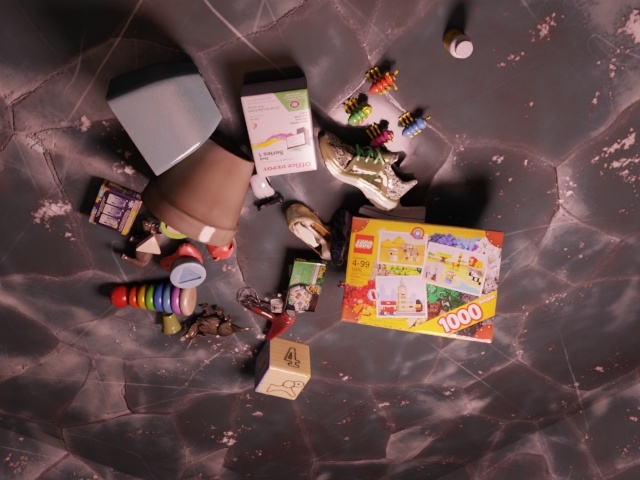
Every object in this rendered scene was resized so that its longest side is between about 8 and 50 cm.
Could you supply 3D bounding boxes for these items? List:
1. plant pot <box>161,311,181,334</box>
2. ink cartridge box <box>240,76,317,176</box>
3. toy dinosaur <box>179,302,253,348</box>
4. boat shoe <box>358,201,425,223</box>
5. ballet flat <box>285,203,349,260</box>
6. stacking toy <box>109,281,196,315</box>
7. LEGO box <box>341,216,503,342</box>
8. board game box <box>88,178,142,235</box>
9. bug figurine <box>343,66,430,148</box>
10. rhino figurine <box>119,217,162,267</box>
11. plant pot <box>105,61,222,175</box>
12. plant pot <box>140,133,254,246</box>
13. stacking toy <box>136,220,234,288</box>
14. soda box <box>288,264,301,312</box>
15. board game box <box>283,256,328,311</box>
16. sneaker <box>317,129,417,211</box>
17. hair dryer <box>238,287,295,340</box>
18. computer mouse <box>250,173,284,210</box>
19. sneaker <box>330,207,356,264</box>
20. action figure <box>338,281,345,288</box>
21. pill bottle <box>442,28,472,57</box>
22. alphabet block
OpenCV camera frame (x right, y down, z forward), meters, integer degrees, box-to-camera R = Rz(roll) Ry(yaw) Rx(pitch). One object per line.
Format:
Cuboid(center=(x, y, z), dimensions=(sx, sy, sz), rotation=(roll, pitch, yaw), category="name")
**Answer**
Cuboid(center=(-0.641, 0.343, 2.035), dimensions=(0.084, 0.083, 0.079), rotation=(-5, 116, -1), category="plant pot")
Cuboid(center=(-0.125, -0.355, 1.521), dimensions=(0.202, 0.117, 0.278), rotation=(-7, 128, 1), category="ink cartridge box")
Cuboid(center=(-0.446, 0.360, 2.055), dimensions=(0.314, 0.120, 0.160), rotation=(-3, 139, -8), category="toy dinosaur")
Cuboid(center=(0.267, -0.112, 1.766), dimensions=(0.259, 0.095, 0.084), rotation=(8, 95, -19), category="boat shoe")
Cuboid(center=(0.000, 0.000, 1.801), dimensions=(0.123, 0.123, 0.348), rotation=(-36, 122, 20), category="ballet flat")
Cuboid(center=(-0.677, 0.223, 1.918), dimensions=(0.331, 0.141, 0.141), rotation=(3, 127, 2), category="stacking toy")
Cuboid(center=(0.351, 0.128, 1.683), dimensions=(0.501, 0.193, 0.371), rotation=(6, 88, 13), category="LEGO box")
Cuboid(center=(-0.724, -0.115, 1.696), dimensions=(0.141, 0.048, 0.170), rotation=(23, 121, -23), category="board game box")
Cuboid(center=(0.212, -0.404, 1.542), dimensions=(0.216, 0.072, 0.279), rotation=(-35, 122, 20), category="bug figurine")
Cuboid(center=(-0.654, 0.005, 1.777), dimensions=(0.106, 0.073, 0.243), rotation=(23, 120, -25), category="rhino figurine")
Cuboid(center=(-0.437, -0.388, 1.403), dimensions=(0.253, 0.247, 0.247), rotation=(-27, 125, -2), category="plant pot")
Cuboid(center=(-0.361, -0.182, 1.543), dimensions=(0.323, 0.323, 0.280), rotation=(29, 104, -24), category="plant pot")
Cuboid(center=(-0.483, 0.039, 1.733), dimensions=(0.309, 0.130, 0.280), rotation=(-43, 132, 17), category="stacking toy")
Cuboid(center=(-0.075, 0.196, 1.971), dimensions=(0.074, 0.069, 0.216), rotation=(-10, 128, 3), category="soda box")
Cuboid(center=(-0.061, 0.180, 1.900), dimensions=(0.136, 0.030, 0.259), rotation=(9, 125, -10), category="board game box")
Cuboid(center=(0.165, -0.264, 1.583), dimensions=(0.411, 0.157, 0.182), rotation=(30, 130, -33), category="sneaker")
Cuboid(center=(-0.217, 0.314, 2.062), dimensions=(0.224, 0.080, 0.293), rotation=(1, 121, 12), category="hair dryer")
Cuboid(center=(-0.197, -0.164, 1.662), dimensions=(0.106, 0.042, 0.193), rotation=(-14, 153, 6), category="computer mouse")
Cuboid(center=(0.092, -0.010, 1.765), dimensions=(0.081, 0.211, 0.080), rotation=(20, 166, -36), category="sneaker")
Cuboid(center=(0.135, 0.197, 2.016), dimensions=(0.115, 0.030, 0.038), rotation=(9, 121, -14), category="action figure")
Cuboid(center=(0.404, -0.575, 1.401), dimensions=(0.065, 0.116, 0.065), rotation=(-3, 127, -3), category="pill bottle")
Cuboid(center=(-0.174, 0.578, 2.172), dimensions=(0.197, 0.193, 0.192), rotation=(19, 124, -18), category="alphabet block")
